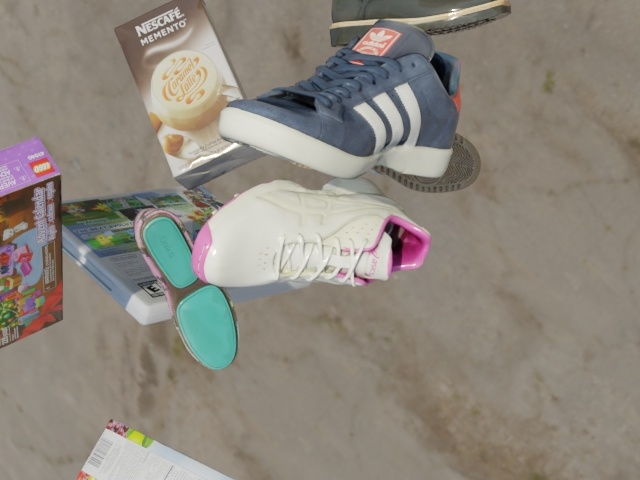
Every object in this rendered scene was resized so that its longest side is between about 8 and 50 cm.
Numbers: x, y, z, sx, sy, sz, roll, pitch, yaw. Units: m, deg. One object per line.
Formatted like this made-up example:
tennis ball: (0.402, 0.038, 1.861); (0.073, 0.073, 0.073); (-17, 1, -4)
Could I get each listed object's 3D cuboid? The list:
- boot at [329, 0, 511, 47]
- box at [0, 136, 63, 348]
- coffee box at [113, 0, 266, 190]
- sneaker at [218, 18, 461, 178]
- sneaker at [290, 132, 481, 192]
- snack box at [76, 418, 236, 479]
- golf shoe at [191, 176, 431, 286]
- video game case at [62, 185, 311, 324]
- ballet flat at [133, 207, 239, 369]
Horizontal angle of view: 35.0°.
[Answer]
boot: (0.093, -0.280, 1.053); (0.198, 0.077, 0.137); (-3, 95, 24)
box: (-0.374, 0.034, 1.067); (0.057, 0.201, 0.293); (53, 151, 22)
coffee box: (-0.189, -0.219, 1.490); (0.098, 0.141, 0.246); (49, -164, -78)
sneaker: (0.033, -0.146, 0.983); (0.131, 0.350, 0.148); (22, 105, 27)
sneaker: (0.083, -0.132, 1.462); (0.153, 0.282, 0.099); (-100, 19, -84)
snack box: (-0.086, 0.245, 0.892); (0.207, 0.070, 0.174); (10, 157, 45)
golf shoe: (0.000, 0.000, 1.130); (0.140, 0.306, 0.115); (32, 123, 37)
video game case: (-0.222, 0.009, 1.544); (0.300, 0.329, 0.036); (36, 121, 34)
ballet flat: (-0.164, 0.054, 1.243); (0.221, 0.077, 0.079); (64, 170, -19)
